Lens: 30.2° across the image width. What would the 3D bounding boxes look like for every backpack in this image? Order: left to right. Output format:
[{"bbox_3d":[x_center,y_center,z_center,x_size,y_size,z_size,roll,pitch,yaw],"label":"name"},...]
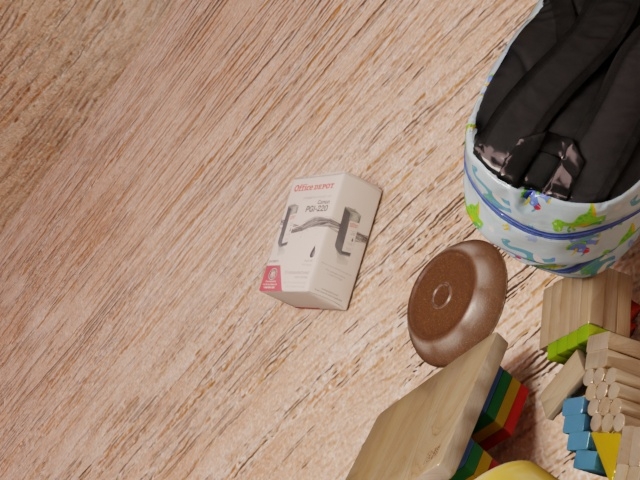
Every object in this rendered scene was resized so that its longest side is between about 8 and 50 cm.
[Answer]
[{"bbox_3d":[0.315,-0.130,1.385,0.355,0.290,0.273,-49,-21,-40],"label":"backpack"}]

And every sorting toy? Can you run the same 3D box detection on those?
[{"bbox_3d":[0.140,0.277,1.513,0.255,0.089,0.257,-42,9,39],"label":"sorting toy"}]

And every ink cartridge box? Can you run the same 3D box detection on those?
[{"bbox_3d":[0.000,0.000,2.002,0.159,0.092,0.217,-3,64,55],"label":"ink cartridge box"}]

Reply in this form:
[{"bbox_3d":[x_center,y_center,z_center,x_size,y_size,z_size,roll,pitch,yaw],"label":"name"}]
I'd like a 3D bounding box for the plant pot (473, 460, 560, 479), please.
[{"bbox_3d":[0.231,0.353,1.163,0.254,0.254,0.239,-55,50,15],"label":"plant pot"}]

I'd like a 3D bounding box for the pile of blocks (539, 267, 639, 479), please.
[{"bbox_3d":[0.345,0.182,1.355,0.149,0.113,0.362,-58,22,35],"label":"pile of blocks"}]

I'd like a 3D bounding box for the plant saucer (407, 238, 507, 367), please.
[{"bbox_3d":[0.186,0.085,1.718,0.199,0.036,0.198,-36,42,40],"label":"plant saucer"}]
